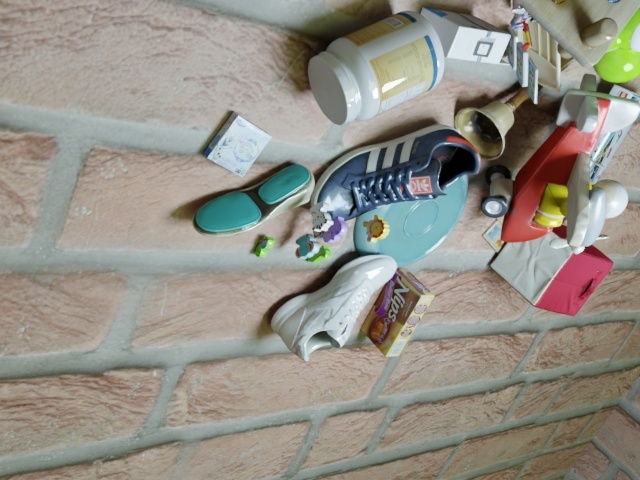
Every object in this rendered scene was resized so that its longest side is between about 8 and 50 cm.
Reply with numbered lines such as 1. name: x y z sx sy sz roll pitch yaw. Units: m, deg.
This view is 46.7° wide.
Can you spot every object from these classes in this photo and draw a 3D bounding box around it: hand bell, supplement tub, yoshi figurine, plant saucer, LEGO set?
1. hand bell: 0.410 -0.292 1.586 0.242 0.126 0.126 -41 142 -24
2. supplement tub: 0.094 -0.291 1.262 0.199 0.144 0.144 -28 138 -18
3. yoshi figurine: 0.669 -0.404 1.413 0.362 0.203 0.203 -13 111 8
4. plant saucer: 0.215 -0.058 1.651 0.317 0.044 0.318 -23 136 -24
5. LEGO set: 0.364 -0.401 1.393 0.060 0.182 0.244 -10 133 3

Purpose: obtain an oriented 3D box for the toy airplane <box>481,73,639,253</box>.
1. toy airplane: 0.557 -0.155 1.598 0.272 0.384 0.386 29 87 -6

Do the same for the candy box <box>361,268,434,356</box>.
1. candy box: 0.182 0.173 1.773 0.053 0.109 0.187 4 122 -42

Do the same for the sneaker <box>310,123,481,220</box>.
1. sneaker: 0.153 -0.118 1.437 0.350 0.148 0.131 -28 126 -13

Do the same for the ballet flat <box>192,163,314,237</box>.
1. ballet flat: -0.118 -0.057 1.347 0.248 0.086 0.086 -26 137 -22

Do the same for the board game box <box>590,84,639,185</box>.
1. board game box: 0.695 -0.232 1.849 0.193 0.053 0.305 -8 128 -57

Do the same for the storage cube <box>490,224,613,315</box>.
1. storage cube: 0.605 0.063 1.942 0.193 0.215 0.184 14 115 -39

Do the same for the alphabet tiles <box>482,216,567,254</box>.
1. alphabet tiles: 0.565 -0.072 1.959 0.285 0.011 0.342 -48 141 5

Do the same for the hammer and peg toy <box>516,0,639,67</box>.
1. hammer and peg toy: 0.464 -0.495 1.227 0.266 0.127 0.361 41 79 -10

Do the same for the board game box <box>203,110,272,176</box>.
1. board game box: -0.141 -0.164 1.272 0.090 0.020 0.090 -51 140 9

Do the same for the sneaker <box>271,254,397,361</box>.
1. sneaker: 0.051 0.149 1.599 0.305 0.152 0.114 -33 145 -8

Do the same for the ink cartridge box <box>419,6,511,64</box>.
1. ink cartridge box: 0.272 -0.377 1.370 0.180 0.104 0.060 -5 126 -38

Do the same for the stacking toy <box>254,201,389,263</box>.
1. stacking toy: 0.000 0.000 1.441 0.167 0.052 0.221 11 150 -43

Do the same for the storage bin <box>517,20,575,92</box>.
1. storage bin: 0.533 -0.473 1.492 0.262 0.123 0.260 -35 140 -11
